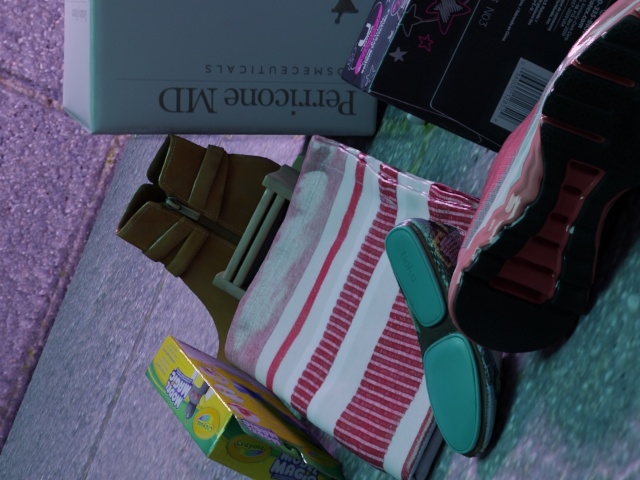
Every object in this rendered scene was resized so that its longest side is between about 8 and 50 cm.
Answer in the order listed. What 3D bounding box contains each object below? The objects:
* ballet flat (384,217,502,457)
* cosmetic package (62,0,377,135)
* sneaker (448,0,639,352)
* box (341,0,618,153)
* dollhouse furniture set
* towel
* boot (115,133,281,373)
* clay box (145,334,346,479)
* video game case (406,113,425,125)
[{"bbox_3d":[0.107,0.069,1.199,0.070,0.070,0.188,-36,67,62],"label":"ballet flat"},{"bbox_3d":[-0.122,-0.327,1.831,0.327,0.329,0.394,-150,61,-74],"label":"cosmetic package"},{"bbox_3d":[0.176,-0.073,1.099,0.314,0.116,0.136,-58,17,30],"label":"sneaker"},{"bbox_3d":[0.147,-0.207,1.287,0.247,0.163,0.142,-65,12,7],"label":"box"},{"bbox_3d":[0.000,0.000,1.617,0.129,0.129,0.183,-62,-8,19],"label":"dollhouse furniture set"},{"bbox_3d":[0.035,0.049,1.371,0.329,0.037,0.237,28,96,57],"label":"towel"},{"bbox_3d":[-0.123,0.037,1.723,0.283,0.220,0.109,-63,23,11],"label":"boot"},{"bbox_3d":[-0.072,0.173,1.476,0.053,0.127,0.222,-58,29,5],"label":"clay box"},{"bbox_3d":[0.142,-0.243,1.609,0.201,0.023,0.183,-57,19,33],"label":"video game case"}]
